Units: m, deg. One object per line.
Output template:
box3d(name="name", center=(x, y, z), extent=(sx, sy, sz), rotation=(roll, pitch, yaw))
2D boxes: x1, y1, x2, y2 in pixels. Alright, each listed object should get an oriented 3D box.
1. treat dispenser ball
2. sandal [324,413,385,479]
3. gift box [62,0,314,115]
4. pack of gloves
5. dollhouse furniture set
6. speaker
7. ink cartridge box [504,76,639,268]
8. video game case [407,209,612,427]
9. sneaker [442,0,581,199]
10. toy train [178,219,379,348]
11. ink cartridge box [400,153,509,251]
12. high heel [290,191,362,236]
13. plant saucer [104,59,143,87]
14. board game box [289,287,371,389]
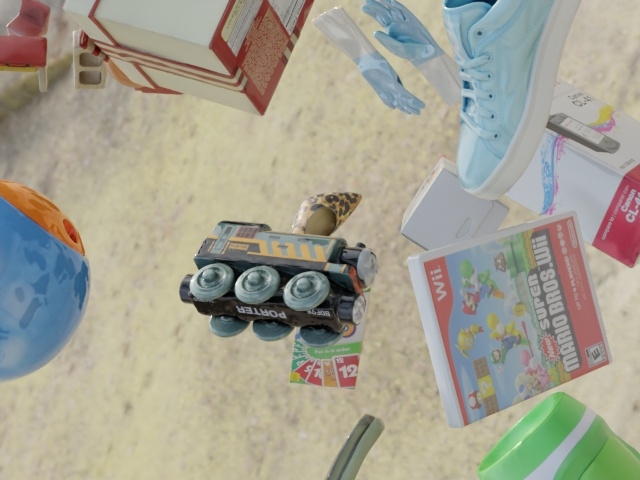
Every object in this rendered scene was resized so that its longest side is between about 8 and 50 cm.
box3d(name="treat dispenser ball", center=(-0.462, 0.055, 1.668), extent=(0.288, 0.288, 0.288), rotation=(-46, 33, 41))
box3d(name="sandal", center=(0.015, 0.352, 1.424), extent=(0.303, 0.086, 0.120), rotation=(-64, -1, 4))
box3d(name="gift box", center=(-0.179, -0.349, 1.614), extent=(0.258, 0.276, 0.255), rotation=(18, 73, 22))
box3d(name="pack of gloves", center=(0.108, -0.271, 1.865), extent=(0.195, 0.232, 0.046), rotation=(-13, 39, 53))
box3d(name="dollhouse furniture set", center=(-0.410, -0.394, 2.212), extent=(0.152, 0.374, 0.201), rotation=(107, 160, -56))
box3d(name="speaker", center=(0.278, 0.275, 1.062), extent=(0.131, 0.296, 0.131), rotation=(-44, -5, -5))
box3d(name="ink cartridge box", center=(0.395, -0.112, 1.796), extent=(0.306, 0.226, 0.131), rotation=(34, 124, 21))
box3d(name="video game case", center=(0.235, 0.087, 1.460), extent=(0.025, 0.285, 0.204), rotation=(-13, 92, 52))
box3d(name="sneaker", center=(0.195, -0.227, 1.415), extent=(0.135, 0.150, 0.366), rotation=(-128, 48, -62))
box3d(name="toy train", center=(-0.067, 0.063, 1.988), extent=(0.334, 0.142, 0.190), rotation=(4, 49, 27))
box3d(name="ink cartridge box", center=(0.213, -0.045, 1.929), extent=(0.128, 0.127, 0.176), rotation=(-58, 2, 12))
box3d(name="high heel", center=(0.000, 0.000, 2.311), extent=(0.261, 0.093, 0.186), rotation=(-29, 33, -14))
box3d(name="plant saucer", center=(-0.283, -0.262, 1.797), extent=(0.083, 0.083, 0.013), rotation=(-47, 13, 39))
box3d(name="board game box", center=(0.017, 0.155, 2.163), extent=(0.039, 0.124, 0.259), rotation=(-86, 2, -58))
